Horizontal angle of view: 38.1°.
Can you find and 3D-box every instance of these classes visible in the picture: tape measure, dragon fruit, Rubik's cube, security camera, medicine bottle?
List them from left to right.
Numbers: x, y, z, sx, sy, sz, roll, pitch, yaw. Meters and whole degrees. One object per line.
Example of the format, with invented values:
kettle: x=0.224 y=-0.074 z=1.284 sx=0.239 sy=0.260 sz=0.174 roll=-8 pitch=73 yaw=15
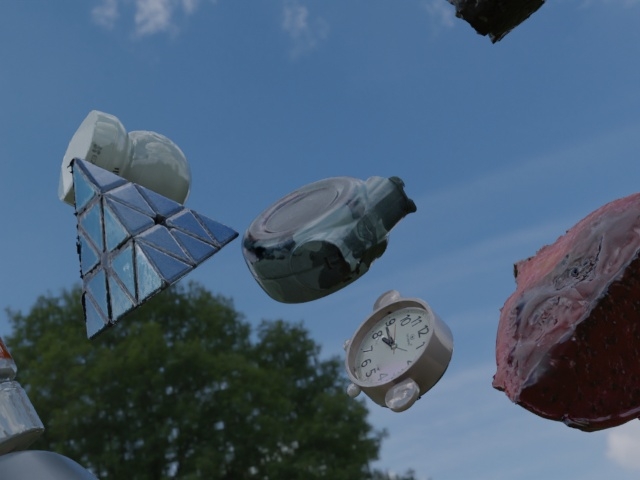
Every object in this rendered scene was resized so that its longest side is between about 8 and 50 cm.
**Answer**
medicine bottle: x=-0.445 y=0.153 z=1.103 sx=0.144 sy=0.252 sz=0.144 roll=-30 pitch=-12 yaw=-7
security camera: x=-0.357 y=-0.123 z=1.762 sx=0.236 sy=0.195 sz=0.194 roll=19 pitch=-43 yaw=-26
Rubik's cube: x=-0.290 y=0.021 z=1.498 sx=0.233 sy=0.228 sz=0.229 roll=2 pitch=-30 yaw=15
tape measure: x=0.000 y=0.000 z=1.621 sx=0.275 sy=0.147 sz=0.256 roll=-6 pitch=29 yaw=46
dragon fruit: x=0.282 y=0.066 z=0.942 sx=0.134 sy=0.211 sz=0.262 roll=41 pitch=-88 yaw=-22

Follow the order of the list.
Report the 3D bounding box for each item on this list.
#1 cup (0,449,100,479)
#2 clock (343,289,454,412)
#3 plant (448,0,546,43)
cup: x=-0.253 y=0.339 z=0.914 sx=0.205 sy=0.206 sz=0.312 roll=16 pitch=2 yaw=-43
clock: x=0.109 y=0.158 z=1.302 sx=0.155 sy=0.229 sz=0.063 roll=-34 pitch=-60 yaw=19
plant: x=0.336 y=-0.470 z=1.552 sx=0.274 sy=0.146 sz=0.149 roll=-42 pitch=-19 yaw=31
